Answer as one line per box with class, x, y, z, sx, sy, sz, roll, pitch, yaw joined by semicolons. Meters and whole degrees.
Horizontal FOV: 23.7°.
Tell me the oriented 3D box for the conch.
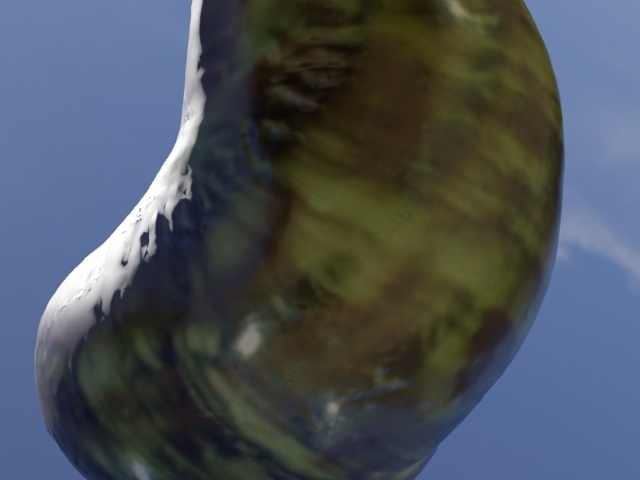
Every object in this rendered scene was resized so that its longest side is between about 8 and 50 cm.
conch;0.002;0.002;0.442;0.124;0.181;0.187;32;-128;9
